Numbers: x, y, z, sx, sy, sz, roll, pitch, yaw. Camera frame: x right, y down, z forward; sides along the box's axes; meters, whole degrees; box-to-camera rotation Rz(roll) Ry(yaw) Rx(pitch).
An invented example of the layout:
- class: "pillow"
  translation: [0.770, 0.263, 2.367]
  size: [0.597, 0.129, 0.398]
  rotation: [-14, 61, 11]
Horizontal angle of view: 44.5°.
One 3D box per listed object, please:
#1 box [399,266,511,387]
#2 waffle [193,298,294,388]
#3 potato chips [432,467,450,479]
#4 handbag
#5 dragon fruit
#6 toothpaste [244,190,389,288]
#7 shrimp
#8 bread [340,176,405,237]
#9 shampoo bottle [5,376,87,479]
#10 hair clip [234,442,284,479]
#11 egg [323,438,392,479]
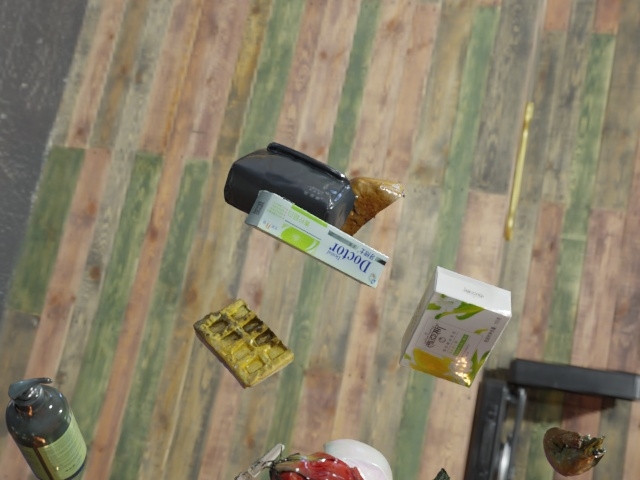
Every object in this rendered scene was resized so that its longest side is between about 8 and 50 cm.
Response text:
- class: "box"
  translation: [0.326, 0.216, 1.915]
  size: [0.111, 0.195, 0.260]
  rotation: [-73, -179, -53]
- class: "waffle"
  translation: [-0.216, 0.288, 2.186]
  size: [0.168, 0.274, 0.057]
  rotation: [-31, 144, -26]
- class: "potato chips"
  translation: [0.189, 0.480, 1.403]
  size: [0.167, 0.059, 0.228]
  rotation: [-42, 159, -40]
- class: "handbag"
  translation: [-0.058, -0.145, 2.018]
  size: [0.275, 0.302, 0.177]
  rotation: [-45, 155, -54]
- class: "dragon fruit"
  translation: [-0.006, 0.551, 1.679]
  size: [0.293, 0.234, 0.233]
  rotation: [59, 35, -24]
- class: "toothpaste"
  translation: [0.000, 0.000, 1.671]
  size: [0.337, 0.067, 0.081]
  rotation: [28, 84, -31]
- class: "shrimp"
  translation: [0.564, 0.469, 1.758]
  size: [0.051, 0.115, 0.217]
  rotation: [-27, 165, -26]
- class: "bread"
  translation: [0.105, -0.110, 2.210]
  size: [0.134, 0.260, 0.129]
  rotation: [49, 24, -12]
- class: "shampoo bottle"
  translation: [-0.464, 0.309, 1.307]
  size: [0.284, 0.101, 0.101]
  rotation: [95, 13, -51]
- class: "hair clip"
  translation: [-0.187, 0.660, 2.253]
  size: [0.226, 0.034, 0.072]
  rotation: [-44, -178, 26]
- class: "egg"
  translation: [0.111, 0.634, 2.124]
  size: [0.206, 0.162, 0.271]
  rotation: [-112, -173, -58]
